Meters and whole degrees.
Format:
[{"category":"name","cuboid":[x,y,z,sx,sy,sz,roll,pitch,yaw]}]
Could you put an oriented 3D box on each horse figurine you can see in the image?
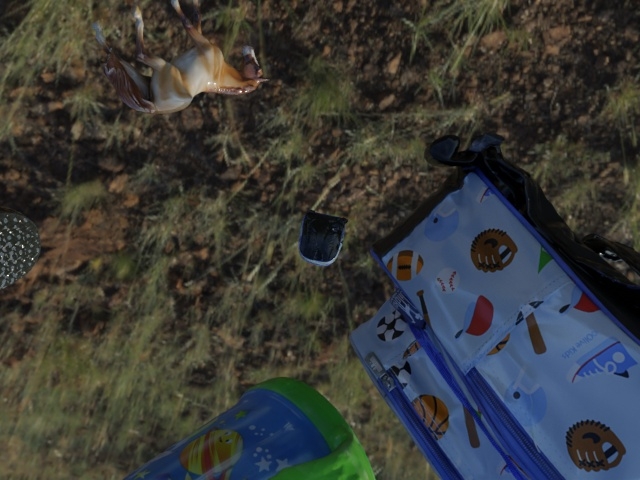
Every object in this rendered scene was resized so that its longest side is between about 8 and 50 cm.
[{"category":"horse figurine","cuboid":[-0.195,-0.242,0.925,0.066,0.263,0.174,-3,120,38]}]

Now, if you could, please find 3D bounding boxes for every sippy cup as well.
[{"category":"sippy cup","cuboid":[-0.092,0.288,0.712,0.240,0.224,0.305,36,129,37]}]

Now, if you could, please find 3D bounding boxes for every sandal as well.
[{"category":"sandal","cuboid":[-0.622,-0.014,1.103,0.107,0.167,0.446,38,-177,18]}]

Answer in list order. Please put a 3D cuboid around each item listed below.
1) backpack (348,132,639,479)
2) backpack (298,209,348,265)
[{"category":"backpack","cuboid":[0.168,0.095,0.479,0.276,0.263,0.213,25,107,-44]},{"category":"backpack","cuboid":[0.000,0.000,1.596,0.105,0.114,0.084,13,166,-2]}]
